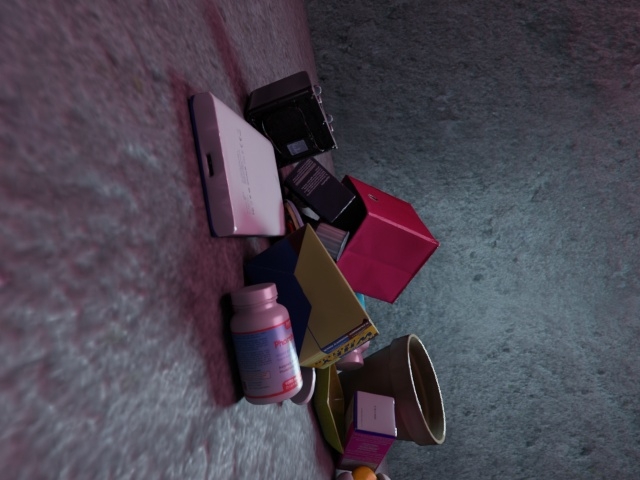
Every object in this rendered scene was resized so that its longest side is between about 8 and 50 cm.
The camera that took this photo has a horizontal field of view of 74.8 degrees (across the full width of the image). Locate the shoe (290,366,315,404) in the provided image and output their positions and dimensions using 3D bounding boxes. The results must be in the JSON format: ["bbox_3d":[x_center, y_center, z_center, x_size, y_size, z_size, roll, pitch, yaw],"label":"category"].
[{"bbox_3d":[-0.035,0.256,0.868,0.081,0.064,0.177,60,16,-50],"label":"shoe"}]

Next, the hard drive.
[{"bbox_3d":[-0.132,-0.111,0.757,0.319,0.041,0.209,-2,82,-81],"label":"hard drive"}]

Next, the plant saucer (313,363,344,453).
[{"bbox_3d":[0.022,0.425,1.109,0.188,0.045,0.188,-82,161,-64],"label":"plant saucer"}]

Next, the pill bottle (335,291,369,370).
[{"bbox_3d":[0.071,0.257,1.288,0.146,0.147,0.263,67,14,-55],"label":"pill bottle"}]

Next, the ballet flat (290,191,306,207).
[{"bbox_3d":[-0.041,-0.143,1.276,0.241,0.091,0.077,-73,174,-65],"label":"ballet flat"}]

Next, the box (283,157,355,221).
[{"bbox_3d":[-0.008,-0.130,1.079,0.158,0.093,0.156,42,-1,-7],"label":"box"}]

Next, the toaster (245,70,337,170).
[{"bbox_3d":[-0.070,-0.265,0.951,0.110,0.186,0.168,-95,162,-45],"label":"toaster"}]

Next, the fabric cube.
[{"bbox_3d":[0.151,-0.004,1.285,0.259,0.259,0.254,-58,-154,24],"label":"fabric cube"}]

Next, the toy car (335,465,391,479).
[{"bbox_3d":[0.102,0.691,1.079,0.181,0.159,0.136,-93,-155,-42],"label":"toy car"}]

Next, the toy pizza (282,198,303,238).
[{"bbox_3d":[-0.062,0.003,0.971,0.201,0.032,0.201,162,-90,-76],"label":"toy pizza"}]

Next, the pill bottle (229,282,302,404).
[{"bbox_3d":[-0.083,0.147,0.612,0.087,0.087,0.160,-36,115,-81],"label":"pill bottle"}]

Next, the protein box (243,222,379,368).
[{"bbox_3d":[-0.009,0.112,0.768,0.199,0.136,0.201,58,0,22],"label":"protein box"}]

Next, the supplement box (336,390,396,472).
[{"bbox_3d":[0.118,0.523,1.132,0.111,0.114,0.219,-83,-173,-53],"label":"supplement box"}]

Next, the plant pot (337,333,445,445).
[{"bbox_3d":[0.203,0.483,1.318,0.323,0.281,0.322,51,29,-42],"label":"plant pot"}]

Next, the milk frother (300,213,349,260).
[{"bbox_3d":[0.000,0.000,1.139,0.143,0.135,0.129,-50,161,-65],"label":"milk frother"}]
